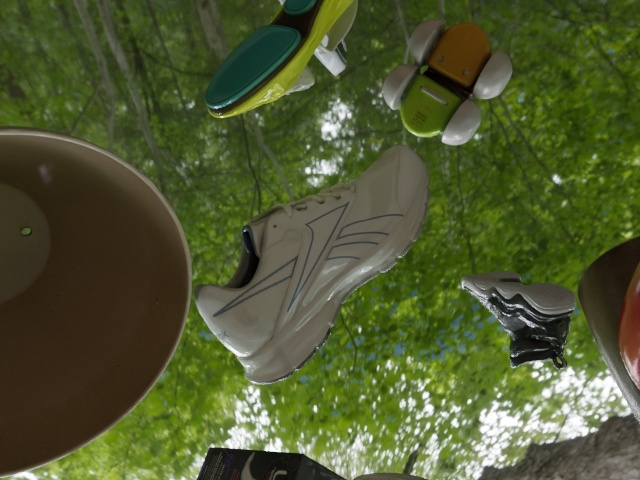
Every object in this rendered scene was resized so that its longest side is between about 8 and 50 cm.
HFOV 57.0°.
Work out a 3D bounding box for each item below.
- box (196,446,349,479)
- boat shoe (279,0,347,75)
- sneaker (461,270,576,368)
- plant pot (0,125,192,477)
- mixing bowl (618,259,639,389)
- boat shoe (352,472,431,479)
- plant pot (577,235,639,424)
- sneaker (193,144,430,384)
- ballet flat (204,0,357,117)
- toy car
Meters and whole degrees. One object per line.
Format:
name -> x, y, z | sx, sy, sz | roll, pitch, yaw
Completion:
box -> -0.103, 0.484, 1.071 | 0.270, 0.143, 0.165 | -14, -136, 42
boat shoe -> -0.008, -0.358, 0.830 | 0.102, 0.301, 0.108 | -35, -126, 4
sneaker -> 0.346, 0.144, 1.071 | 0.101, 0.268, 0.153 | -7, -81, -20
plant pot -> -0.284, 0.029, 0.519 | 0.284, 0.284, 0.190 | -38, -142, -22
mixing bowl -> 0.306, 0.083, 0.457 | 0.181, 0.098, 0.182 | 11, -134, -12
boat shoe -> 0.166, 0.382, 0.810 | 0.302, 0.103, 0.113 | 5, -126, 24
plant pot -> 0.424, 0.141, 0.665 | 0.215, 0.215, 0.231 | 5, -130, 4
sneaker -> 0.000, 0.000, 0.597 | 0.129, 0.111, 0.297 | 47, -109, -16
ballet flat -> -0.020, -0.199, 0.585 | 0.077, 0.077, 0.231 | 28, -99, 40
toy car -> 0.200, -0.245, 0.926 | 0.159, 0.136, 0.182 | 35, -74, 13
